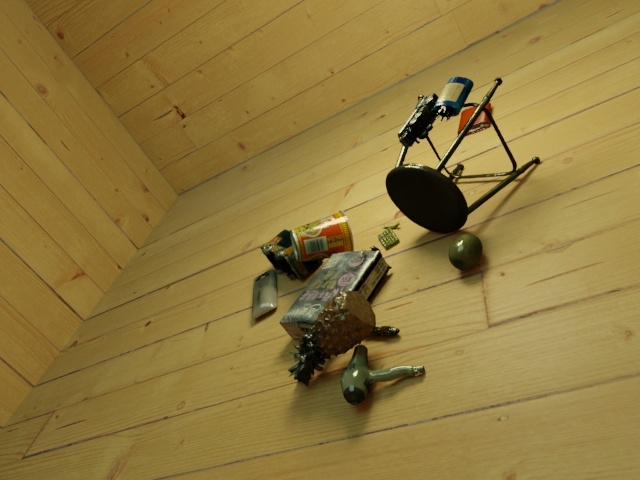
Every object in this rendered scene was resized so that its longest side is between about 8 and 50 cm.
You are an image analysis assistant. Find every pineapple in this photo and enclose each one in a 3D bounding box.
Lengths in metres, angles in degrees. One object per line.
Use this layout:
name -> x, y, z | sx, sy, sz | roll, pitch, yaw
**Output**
pineapple -> 0.008, 0.300, 1.595 | 0.340, 0.169, 0.169 | -46, 20, 22

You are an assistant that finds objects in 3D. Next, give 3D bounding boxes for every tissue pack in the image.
tissue pack -> 0.049, 0.184, 1.848 | 0.259, 0.122, 0.361 | -6, 39, 49

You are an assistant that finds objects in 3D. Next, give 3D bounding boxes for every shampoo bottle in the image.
shampoo bottle -> 0.432, -0.462, 1.775 | 0.087, 0.050, 0.183 | 18, 60, 24

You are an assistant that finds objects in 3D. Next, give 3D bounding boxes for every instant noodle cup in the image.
instant noodle cup -> 0.000, 0.000, 2.068 | 0.212, 0.193, 0.193 | -14, 23, -10

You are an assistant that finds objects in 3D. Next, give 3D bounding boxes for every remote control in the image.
remote control -> -0.236, 0.209, 2.217 | 0.109, 0.055, 0.313 | -30, 25, 9

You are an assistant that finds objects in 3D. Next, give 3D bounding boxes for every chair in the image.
chair -> 0.458, -0.267, 1.897 | 0.362, 0.364, 0.410 | 4, 50, 53

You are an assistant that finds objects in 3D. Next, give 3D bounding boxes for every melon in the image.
melon -> 0.443, 0.033, 1.653 | 0.098, 0.098, 0.131 | -10, 34, 41

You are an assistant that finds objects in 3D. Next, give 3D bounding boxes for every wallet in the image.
wallet -> 0.696, -0.548, 2.449 | 0.142, 0.045, 0.204 | -15, 31, 31

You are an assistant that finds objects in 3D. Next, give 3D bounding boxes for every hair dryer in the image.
hair dryer -> 0.151, 0.345, 1.501 | 0.225, 0.088, 0.219 | -22, 21, -4

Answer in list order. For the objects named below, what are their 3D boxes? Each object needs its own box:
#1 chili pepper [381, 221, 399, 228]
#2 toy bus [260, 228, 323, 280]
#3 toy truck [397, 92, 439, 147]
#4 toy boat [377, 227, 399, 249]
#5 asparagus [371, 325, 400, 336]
chili pepper -> 0.274, -0.057, 2.101 | 0.083, 0.030, 0.017 | -17, 48, 42
toy bus -> -0.118, 0.056, 2.256 | 0.167, 0.138, 0.275 | -40, 23, -16
toy truck -> 0.332, -0.394, 1.808 | 0.202, 0.074, 0.088 | -55, 22, -19
toy boat -> 0.257, -0.008, 2.050 | 0.063, 0.016, 0.115 | -32, 25, 3
asparagus -> 0.174, 0.272, 1.636 | 0.165, 0.030, 0.036 | -8, 25, 44
